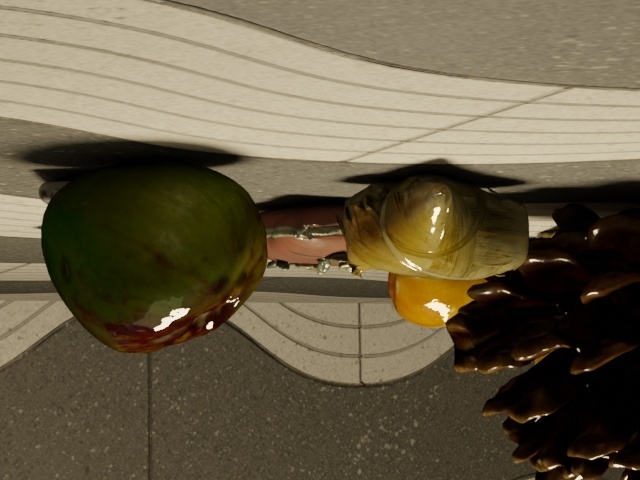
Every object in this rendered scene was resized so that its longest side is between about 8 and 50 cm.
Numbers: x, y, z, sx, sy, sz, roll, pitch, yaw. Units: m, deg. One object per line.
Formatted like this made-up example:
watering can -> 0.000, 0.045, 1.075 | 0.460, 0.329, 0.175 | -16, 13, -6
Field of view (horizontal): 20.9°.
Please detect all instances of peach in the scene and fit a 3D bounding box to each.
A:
peach -> 0.150, 0.043, 2.128 | 0.138, 0.138, 0.138 | -1, 175, 0

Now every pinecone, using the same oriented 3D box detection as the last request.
pinecone -> 0.351, 0.118, 1.880 | 0.398, 0.398, 0.398 | -1, 175, 0

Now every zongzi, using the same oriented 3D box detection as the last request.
zongzi -> 0.137, -0.019, 1.651 | 0.194, 0.099, 0.197 | 2, 167, -27

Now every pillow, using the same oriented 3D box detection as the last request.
pillow -> 0.000, 0.000, 1.899 | 0.171, 0.075, 0.179 | 1, 176, -31

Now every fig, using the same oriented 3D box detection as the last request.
fig -> -0.149, 0.008, 1.512 | 0.191, 0.181, 0.181 | 25, 178, 8

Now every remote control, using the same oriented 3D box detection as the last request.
remote control -> -0.226, -0.041, 1.695 | 0.067, 0.029, 0.261 | -1, 177, -1

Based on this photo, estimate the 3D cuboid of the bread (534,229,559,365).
bread -> 0.337, 0.120, 2.189 | 0.114, 0.274, 0.185 | 0, 176, -7
